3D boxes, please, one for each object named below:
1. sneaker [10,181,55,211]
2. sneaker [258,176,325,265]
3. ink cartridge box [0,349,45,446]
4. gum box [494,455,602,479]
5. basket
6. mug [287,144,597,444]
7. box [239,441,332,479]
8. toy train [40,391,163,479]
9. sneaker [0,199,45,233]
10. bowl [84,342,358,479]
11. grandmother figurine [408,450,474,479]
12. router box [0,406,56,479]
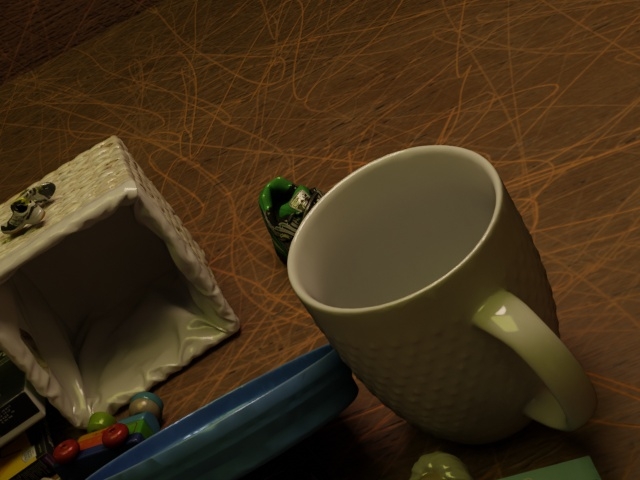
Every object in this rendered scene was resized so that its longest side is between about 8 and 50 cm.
[{"bbox_3d":[-0.454,-0.074,1.791,0.083,0.031,0.035,-25,29,14],"label":"sneaker"},{"bbox_3d":[0.000,0.000,1.801,0.134,0.146,0.343,-44,37,-15],"label":"sneaker"},{"bbox_3d":[-0.549,0.257,1.924,0.165,0.065,0.333,-36,19,-3],"label":"ink cartridge box"},{"bbox_3d":[0.238,0.328,1.234,0.184,0.041,0.157,-13,45,-8],"label":"gum box"},{"bbox_3d":[-0.367,0.064,1.864,0.331,0.328,0.266,-34,31,0],"label":"basket"},{"bbox_3d":[0.180,0.107,1.371,0.276,0.328,0.374,-43,36,-13],"label":"mug"},{"bbox_3d":[-0.051,0.373,1.423,0.153,0.108,0.207,-28,35,8],"label":"box"},{"bbox_3d":[-0.356,0.321,1.741,0.248,0.105,0.143,-20,26,18],"label":"toy train"},{"bbox_3d":[-0.463,-0.038,1.741,0.083,0.037,0.032,-23,32,22],"label":"sneaker"},{"bbox_3d":[-0.125,0.256,1.483,0.391,0.077,0.391,-28,-1,-1],"label":"bowl"},{"bbox_3d":[0.120,0.392,1.277,0.208,0.104,0.342,-4,46,22],"label":"grandmother figurine"},{"bbox_3d":[-0.505,0.346,1.865,0.133,0.046,0.179,-35,34,-2],"label":"router box"}]
